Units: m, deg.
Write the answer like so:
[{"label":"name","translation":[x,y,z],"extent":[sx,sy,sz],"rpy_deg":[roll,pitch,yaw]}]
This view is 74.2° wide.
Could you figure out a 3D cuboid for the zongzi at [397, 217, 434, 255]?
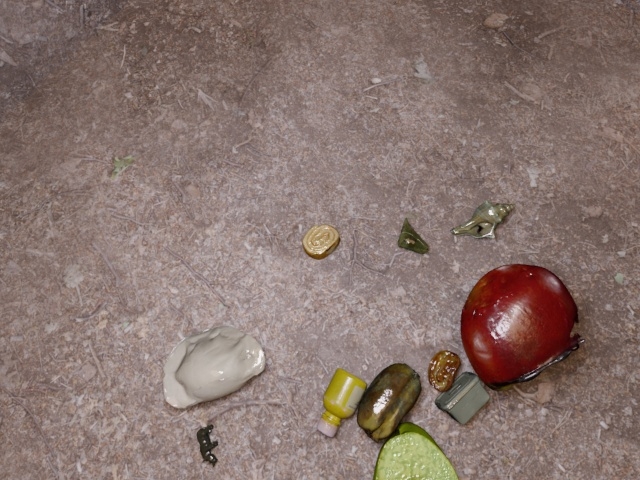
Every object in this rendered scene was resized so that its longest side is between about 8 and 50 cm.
[{"label":"zongzi","translation":[0.390,-0.013,1.666],"extent":[0.154,0.062,0.130],"rpy_deg":[18,63,3]}]

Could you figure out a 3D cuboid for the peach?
[{"label":"peach","translation":[0.640,0.293,1.404],"extent":[0.353,0.339,0.416],"rpy_deg":[13,67,3]}]

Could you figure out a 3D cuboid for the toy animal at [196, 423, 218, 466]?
[{"label":"toy animal","translation":[-0.395,0.725,1.488],"extent":[0.065,0.047,0.136],"rpy_deg":[-23,74,2]}]

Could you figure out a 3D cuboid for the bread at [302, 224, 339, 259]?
[{"label":"bread","translation":[0.000,0.000,1.672],"extent":[0.149,0.073,0.122],"rpy_deg":[-43,73,-10]}]

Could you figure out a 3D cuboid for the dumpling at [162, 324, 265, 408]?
[{"label":"dumpling","translation":[-0.386,0.432,1.515],"extent":[0.341,0.181,0.260],"rpy_deg":[-33,63,16]}]

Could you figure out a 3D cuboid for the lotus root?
[{"label":"lotus root","translation":[0.229,0.536,1.438],"extent":[0.152,0.160,0.275],"rpy_deg":[44,69,4]}]

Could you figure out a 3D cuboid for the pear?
[{"label":"pear","translation":[0.288,0.738,1.384],"extent":[0.292,0.159,0.292],"rpy_deg":[0,71,0]}]

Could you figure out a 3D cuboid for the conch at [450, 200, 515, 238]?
[{"label":"conch","translation":[0.646,-0.070,1.644],"extent":[0.234,0.114,0.137],"rpy_deg":[-51,62,25]}]

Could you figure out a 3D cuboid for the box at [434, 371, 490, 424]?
[{"label":"box","translation":[0.492,0.544,1.453],"extent":[0.172,0.124,0.093],"rpy_deg":[-40,85,-7]}]

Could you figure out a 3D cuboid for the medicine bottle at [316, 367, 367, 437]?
[{"label":"medicine bottle","translation":[0.064,0.565,1.468],"extent":[0.122,0.122,0.212],"rpy_deg":[27,77,11]}]

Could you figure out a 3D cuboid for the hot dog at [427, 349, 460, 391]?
[{"label":"hot dog","translation":[0.437,0.461,1.503],"extent":[0.099,0.065,0.147],"rpy_deg":[20,73,41]}]
